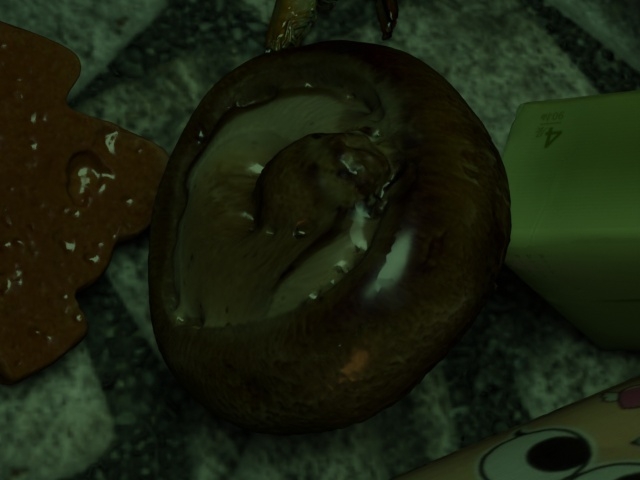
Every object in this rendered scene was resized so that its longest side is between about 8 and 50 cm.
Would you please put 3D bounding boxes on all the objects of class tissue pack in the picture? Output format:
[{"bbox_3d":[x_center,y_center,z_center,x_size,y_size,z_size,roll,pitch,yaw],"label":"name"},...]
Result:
[{"bbox_3d":[0.242,-0.011,1.048,0.234,0.159,0.125,-2,61,41],"label":"tissue pack"}]

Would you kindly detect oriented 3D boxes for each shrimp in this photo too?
[{"bbox_3d":[0.003,-0.153,1.211,0.091,0.025,0.127,27,63,3],"label":"shrimp"}]

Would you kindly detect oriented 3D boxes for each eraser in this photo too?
[{"bbox_3d":[0.195,0.151,1.046,0.291,0.087,0.171,-20,26,-16],"label":"eraser"}]

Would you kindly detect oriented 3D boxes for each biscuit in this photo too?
[{"bbox_3d":[-0.238,-0.057,1.064,0.284,0.043,0.306,-31,100,-31],"label":"biscuit"}]

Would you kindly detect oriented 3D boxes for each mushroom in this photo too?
[{"bbox_3d":[0.000,0.000,1.042,0.153,0.253,0.253,32,57,-41],"label":"mushroom"}]
